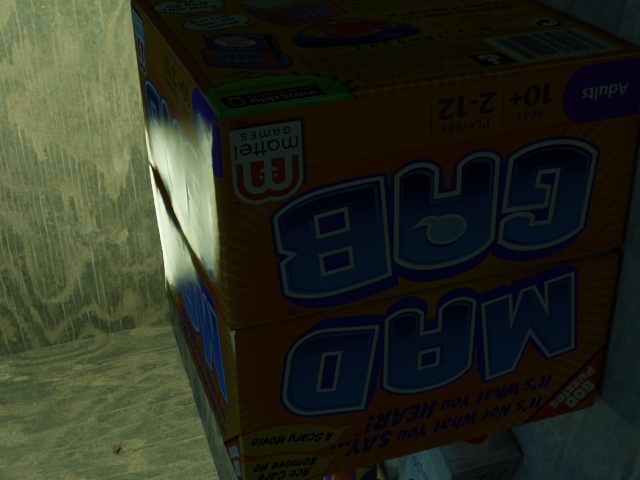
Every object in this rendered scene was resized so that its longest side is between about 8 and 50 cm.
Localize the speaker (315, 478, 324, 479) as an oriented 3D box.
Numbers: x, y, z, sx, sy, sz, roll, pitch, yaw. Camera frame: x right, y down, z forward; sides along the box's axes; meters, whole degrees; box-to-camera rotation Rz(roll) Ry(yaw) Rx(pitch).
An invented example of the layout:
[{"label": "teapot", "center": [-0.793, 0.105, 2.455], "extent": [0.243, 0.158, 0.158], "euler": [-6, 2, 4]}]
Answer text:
[{"label": "speaker", "center": [-0.013, 0.440, 1.797], "extent": [0.296, 0.131, 0.131], "euler": [-171, 71, -73]}]

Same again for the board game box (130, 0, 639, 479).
[{"label": "board game box", "center": [0.039, -0.041, 0.895], "extent": [0.356, 0.356, 0.356], "euler": [-126, 30, -56]}]

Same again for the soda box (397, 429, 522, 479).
[{"label": "soda box", "center": [0.163, 0.317, 1.177], "extent": [0.286, 0.098, 0.091], "euler": [99, 154, -48]}]

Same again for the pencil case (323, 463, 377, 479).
[{"label": "pencil case", "center": [0.057, 0.471, 1.568], "extent": [0.104, 0.104, 0.236], "euler": [125, 142, -68]}]

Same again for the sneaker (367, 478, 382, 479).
[{"label": "sneaker", "center": [0.122, 0.522, 1.448], "extent": [0.130, 0.109, 0.286], "euler": [139, 117, -64]}]
